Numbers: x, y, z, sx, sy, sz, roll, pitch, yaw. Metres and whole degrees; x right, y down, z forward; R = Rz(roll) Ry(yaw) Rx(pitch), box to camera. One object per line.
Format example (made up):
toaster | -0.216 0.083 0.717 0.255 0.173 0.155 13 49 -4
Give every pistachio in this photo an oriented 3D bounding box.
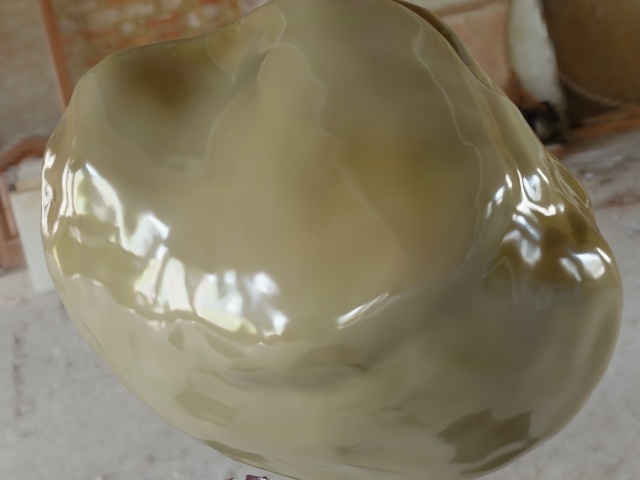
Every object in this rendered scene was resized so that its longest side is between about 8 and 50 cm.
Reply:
pistachio | 0.000 0.000 0.961 0.445 0.365 0.281 14 16 21

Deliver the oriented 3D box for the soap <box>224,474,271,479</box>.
soap | -0.081 0.303 1.286 0.162 0.099 0.250 13 -27 -32
